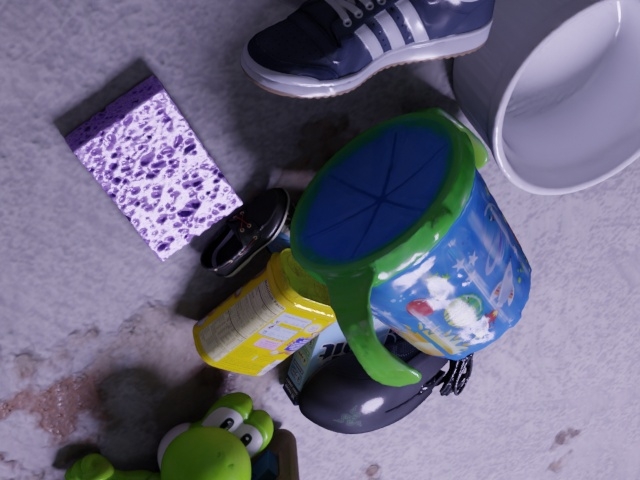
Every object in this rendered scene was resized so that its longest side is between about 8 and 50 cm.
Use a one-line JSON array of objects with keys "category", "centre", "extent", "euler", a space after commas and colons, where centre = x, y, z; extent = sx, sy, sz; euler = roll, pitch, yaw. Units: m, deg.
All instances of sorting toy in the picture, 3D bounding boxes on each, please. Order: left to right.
[{"category": "sorting toy", "centre": [-0.142, 0.394, 1.895], "extent": [0.041, 0.229, 0.307], "euler": [42, 100, -18]}]

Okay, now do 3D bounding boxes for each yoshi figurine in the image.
[{"category": "yoshi figurine", "centre": [-0.206, 0.343, 1.819], "extent": [0.362, 0.203, 0.203], "euler": [-48, 130, 9]}]

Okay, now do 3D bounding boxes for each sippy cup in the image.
[{"category": "sippy cup", "centre": [0.120, 0.012, 1.658], "extent": [0.305, 0.240, 0.224], "euler": [-47, 122, -6]}]

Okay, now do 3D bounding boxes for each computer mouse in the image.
[{"category": "computer mouse", "centre": [0.103, 0.185, 1.903], "extent": [0.272, 0.072, 0.188], "euler": [-18, 137, -23]}]

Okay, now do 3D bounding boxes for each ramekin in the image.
[{"category": "ramekin", "centre": [0.288, -0.201, 1.692], "extent": [0.277, 0.135, 0.277], "euler": [-18, 135, -19]}]

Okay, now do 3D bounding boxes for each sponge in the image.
[{"category": "sponge", "centre": [-0.177, -0.075, 1.574], "extent": [0.117, 0.031, 0.210], "euler": [-35, 139, -2]}]

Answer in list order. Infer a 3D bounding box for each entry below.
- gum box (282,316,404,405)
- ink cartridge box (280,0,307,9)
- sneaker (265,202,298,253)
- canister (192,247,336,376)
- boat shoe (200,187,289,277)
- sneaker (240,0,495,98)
[{"category": "gum box", "centre": [0.047, 0.128, 1.899], "extent": [0.157, 0.041, 0.184], "euler": [-6, 130, -31]}, {"category": "ink cartridge box", "centre": [0.032, -0.361, 1.386], "extent": [0.211, 0.121, 0.289], "euler": [19, 115, -44]}, {"category": "sneaker", "centre": [0.000, 0.000, 1.753], "extent": [0.162, 0.063, 0.073], "euler": [13, 137, -36]}, {"category": "canister", "centre": [-0.057, 0.091, 1.740], "extent": [0.126, 0.073, 0.170], "euler": [19, 134, -42]}, {"category": "boat shoe", "centre": [-0.086, -0.010, 1.679], "extent": [0.133, 0.049, 0.042], "euler": [-47, 145, 18]}, {"category": "sneaker", "centre": [0.056, -0.233, 1.348], "extent": [0.282, 0.099, 0.153], "euler": [-19, 143, -30]}]
